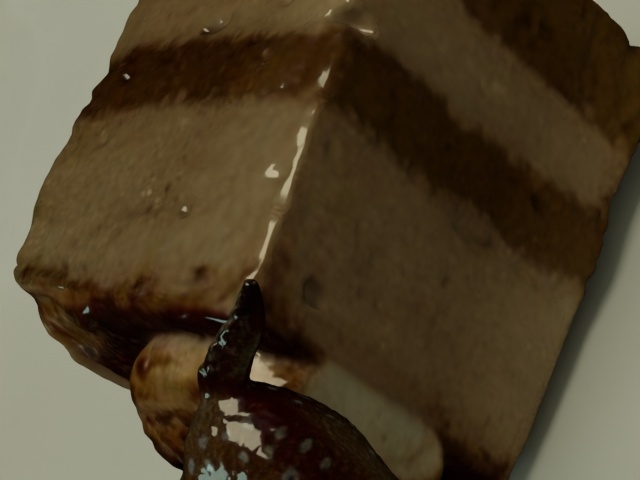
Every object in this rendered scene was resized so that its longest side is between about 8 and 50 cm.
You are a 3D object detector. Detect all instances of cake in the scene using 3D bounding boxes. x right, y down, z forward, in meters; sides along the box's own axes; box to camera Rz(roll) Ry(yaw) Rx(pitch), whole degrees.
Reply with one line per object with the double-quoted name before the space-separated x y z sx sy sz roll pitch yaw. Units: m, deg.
"cake" 0.000 0.000 0.827 0.199 0.196 0.293 -2 60 48

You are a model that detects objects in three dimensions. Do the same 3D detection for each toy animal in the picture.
"toy animal" 0.046 0.125 0.662 0.260 0.243 0.087 -53 8 41
